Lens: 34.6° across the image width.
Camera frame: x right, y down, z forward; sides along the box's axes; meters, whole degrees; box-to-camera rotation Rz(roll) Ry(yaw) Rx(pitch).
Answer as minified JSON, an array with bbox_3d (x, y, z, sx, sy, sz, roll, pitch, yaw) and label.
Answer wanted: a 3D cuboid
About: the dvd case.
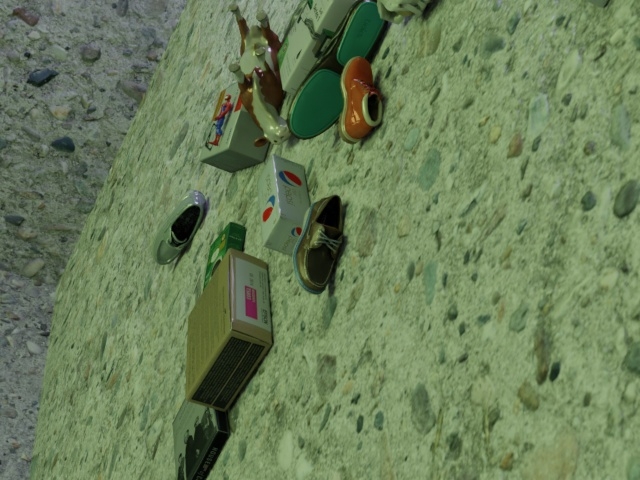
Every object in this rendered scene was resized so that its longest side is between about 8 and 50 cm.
[{"bbox_3d":[-0.231,0.356,1.945,0.179,0.030,0.238,-62,21,21],"label":"dvd case"}]

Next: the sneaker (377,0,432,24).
[{"bbox_3d":[0.154,-0.403,1.622,0.229,0.088,0.092,-178,101,-76],"label":"sneaker"}]

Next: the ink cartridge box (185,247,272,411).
[{"bbox_3d":[-0.171,0.163,1.891,0.193,0.088,0.234,-55,24,30],"label":"ink cartridge box"}]

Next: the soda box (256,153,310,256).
[{"bbox_3d":[-0.067,-0.066,1.871,0.074,0.069,0.216,-59,22,29],"label":"soda box"}]

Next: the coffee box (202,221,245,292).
[{"bbox_3d":[-0.205,0.065,2.137,0.113,0.040,0.184,-47,30,47],"label":"coffee box"}]

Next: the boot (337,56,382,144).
[{"bbox_3d":[0.075,-0.245,1.707,0.085,0.059,0.157,-31,51,55],"label":"boot"}]

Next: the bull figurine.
[{"bbox_3d":[-0.122,-0.338,2.085,0.188,0.101,0.310,70,-172,-52],"label":"bull figurine"}]

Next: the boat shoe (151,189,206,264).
[{"bbox_3d":[-0.356,-0.021,2.546,0.227,0.079,0.081,-57,19,24],"label":"boat shoe"}]

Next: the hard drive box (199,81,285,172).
[{"bbox_3d":[-0.176,-0.260,2.305,0.232,0.089,0.181,-8,64,67],"label":"hard drive box"}]

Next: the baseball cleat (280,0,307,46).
[{"bbox_3d":[-0.036,-0.471,2.173,0.206,0.072,0.109,-47,30,45],"label":"baseball cleat"}]

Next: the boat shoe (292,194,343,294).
[{"bbox_3d":[0.000,0.000,1.642,0.066,0.066,0.183,-45,31,46],"label":"boat shoe"}]

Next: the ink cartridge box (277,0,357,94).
[{"bbox_3d":[0.010,-0.394,1.951,0.219,0.093,0.160,-59,23,28],"label":"ink cartridge box"}]

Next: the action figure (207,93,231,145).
[{"bbox_3d":[-0.219,-0.265,2.249,0.115,0.030,0.038,-69,15,-2],"label":"action figure"}]

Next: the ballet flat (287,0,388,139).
[{"bbox_3d":[0.033,-0.303,1.829,0.280,0.095,0.096,-56,12,7],"label":"ballet flat"}]

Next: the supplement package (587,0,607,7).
[{"bbox_3d":[0.276,-0.399,1.219,0.139,0.134,0.244,-60,23,25],"label":"supplement package"}]
